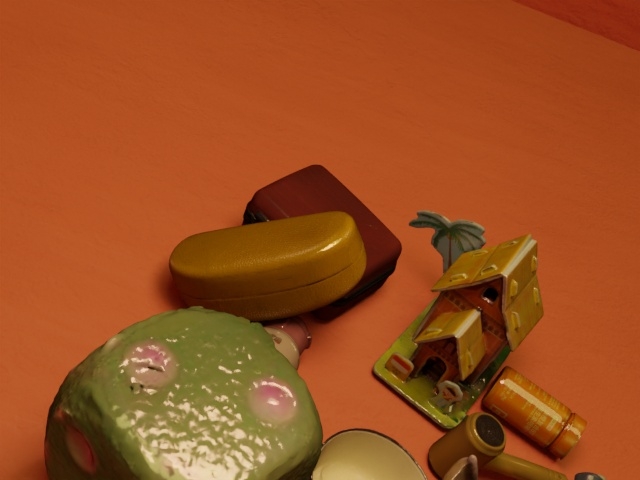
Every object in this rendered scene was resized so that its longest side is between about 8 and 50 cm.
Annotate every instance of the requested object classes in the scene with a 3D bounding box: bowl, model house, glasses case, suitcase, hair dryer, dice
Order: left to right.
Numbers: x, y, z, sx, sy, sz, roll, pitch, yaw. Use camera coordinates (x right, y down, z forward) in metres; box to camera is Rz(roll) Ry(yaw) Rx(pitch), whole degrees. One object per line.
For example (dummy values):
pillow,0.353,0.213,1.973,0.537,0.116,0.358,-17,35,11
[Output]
dice,-0.214,0.315,1.458,0.318,0.322,0.330,-27,66,-42
glasses case,-0.099,0.060,1.790,0.371,0.141,0.173,-9,31,16
suitcase,0.000,0.000,1.984,0.297,0.161,0.236,44,46,19
bowl,0.060,0.445,1.593,0.238,0.126,0.237,20,46,-22
model house,0.255,0.111,1.883,0.340,0.323,0.300,38,43,12
hair dryer,0.355,0.413,1.793,0.279,0.135,0.090,22,43,-19

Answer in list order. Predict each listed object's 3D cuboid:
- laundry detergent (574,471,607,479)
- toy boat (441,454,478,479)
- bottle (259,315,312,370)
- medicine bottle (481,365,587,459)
laundry detergent,0.494,0.505,1.801,0.206,0.061,0.096,-36,102,-46
toy boat,0.198,0.522,1.518,0.111,0.293,0.276,10,52,45
bottle,-0.106,0.227,1.746,0.120,0.120,0.253,32,41,5
medicine bottle,0.425,0.342,1.910,0.192,0.096,0.096,36,43,9
